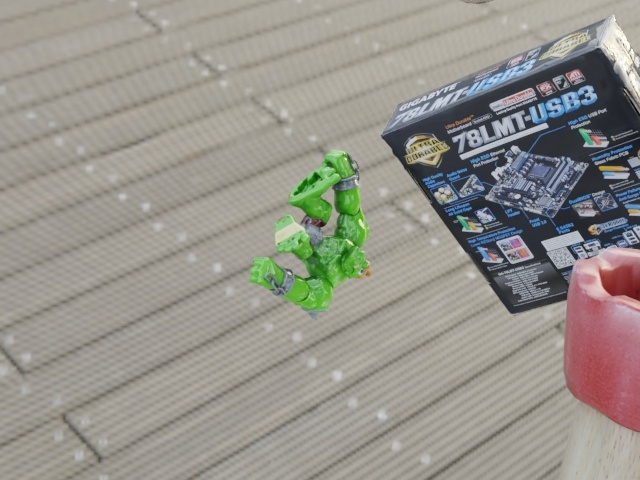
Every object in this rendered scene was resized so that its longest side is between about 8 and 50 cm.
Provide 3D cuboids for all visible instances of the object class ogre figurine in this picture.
[{"bbox_3d":[0.000,0.000,1.405,0.096,0.118,0.197,-12,42,27],"label":"ogre figurine"}]

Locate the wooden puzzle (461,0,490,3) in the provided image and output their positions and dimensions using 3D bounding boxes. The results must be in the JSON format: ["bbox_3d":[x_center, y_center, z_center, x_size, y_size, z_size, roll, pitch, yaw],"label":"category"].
[{"bbox_3d":[0.053,-0.353,0.793,0.080,0.322,0.348,-18,29,33],"label":"wooden puzzle"}]

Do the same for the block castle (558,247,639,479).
[{"bbox_3d":[0.350,0.089,0.555,0.453,0.213,0.303,-5,25,-36],"label":"block castle"}]

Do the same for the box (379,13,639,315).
[{"bbox_3d":[0.264,-0.070,1.367,0.293,0.295,0.073,52,42,-21],"label":"box"}]
